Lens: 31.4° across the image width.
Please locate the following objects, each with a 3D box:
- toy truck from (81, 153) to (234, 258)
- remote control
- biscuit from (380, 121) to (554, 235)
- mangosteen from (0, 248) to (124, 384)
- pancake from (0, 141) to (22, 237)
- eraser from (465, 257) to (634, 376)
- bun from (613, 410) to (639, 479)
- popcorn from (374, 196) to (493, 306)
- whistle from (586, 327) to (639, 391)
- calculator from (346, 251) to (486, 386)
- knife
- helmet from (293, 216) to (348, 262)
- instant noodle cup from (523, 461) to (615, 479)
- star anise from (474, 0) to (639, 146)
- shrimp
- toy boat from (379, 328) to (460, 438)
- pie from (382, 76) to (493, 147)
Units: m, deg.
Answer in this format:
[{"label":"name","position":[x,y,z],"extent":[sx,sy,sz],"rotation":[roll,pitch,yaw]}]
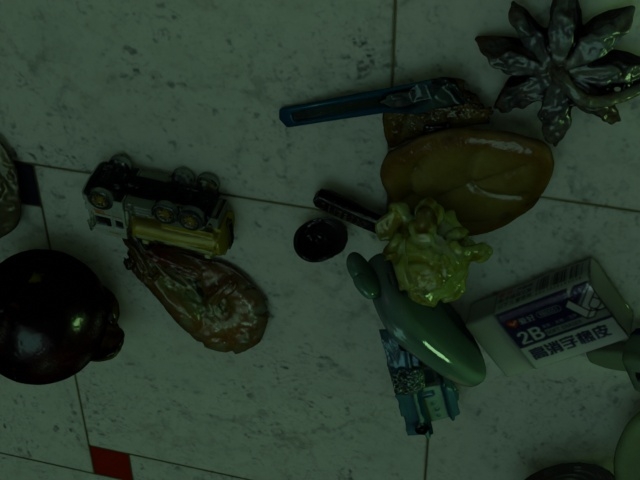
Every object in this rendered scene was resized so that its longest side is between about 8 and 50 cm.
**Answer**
[{"label":"toy truck","position":[-0.244,-0.044,1.737],"extent":[0.227,0.098,0.114],"rotation":[13,136,8]},{"label":"remote control","position":[0.089,-0.024,1.668],"extent":[0.212,0.028,0.059],"rotation":[23,169,1]},{"label":"biscuit","position":[0.202,-0.081,1.561],"extent":[0.260,0.041,0.203],"rotation":[-20,126,39]},{"label":"mangosteen","position":[-0.439,0.130,1.888],"extent":[0.228,0.228,0.265],"rotation":[-27,155,34]},{"label":"pancake","position":[-0.585,-0.104,1.846],"extent":[0.242,0.050,0.242],"rotation":[4,124,6]},{"label":"eraser","position":[0.335,0.117,1.677],"extent":[0.210,0.068,0.124],"rotation":[-25,118,33]},{"label":"bun","position":[0.588,0.352,1.707],"extent":[0.283,0.179,0.283],"rotation":[10,107,35]},{"label":"popcorn","position":[0.150,0.021,1.571],"extent":[0.162,0.141,0.135],"rotation":[10,166,-8]},{"label":"whistle","position":[0.493,0.171,1.634],"extent":[0.244,0.092,0.110],"rotation":[2,133,48]},{"label":"calculator","position":[0.145,0.110,1.651],"extent":[0.041,0.185,0.299],"rotation":[-37,126,20]},{"label":"knife","position":[0.066,-0.182,1.542],"extent":[0.297,0.026,0.044],"rotation":[-6,125,34]},{"label":"helmet","position":[0.001,0.000,1.715],"extent":[0.084,0.049,0.065],"rotation":[-16,86,2]},{"label":"instant noodle cup","position":[0.409,0.476,1.834],"extent":[0.302,0.258,0.181],"rotation":[-10,109,25]},{"label":"star anise","position":[0.316,-0.215,1.417],"extent":[0.262,0.081,0.230],"rotation":[9,119,15]},{"label":"shrimp","position":[-0.209,0.072,1.846],"extent":[0.294,0.062,0.154],"rotation":[38,117,-15]},{"label":"toy boat","position":[0.159,0.205,1.793],"extent":[0.098,0.109,0.238],"rotation":[-15,126,5]},{"label":"pie","position":[0.148,-0.176,1.537],"extent":[0.170,0.034,0.092],"rotation":[-9,125,32]}]
